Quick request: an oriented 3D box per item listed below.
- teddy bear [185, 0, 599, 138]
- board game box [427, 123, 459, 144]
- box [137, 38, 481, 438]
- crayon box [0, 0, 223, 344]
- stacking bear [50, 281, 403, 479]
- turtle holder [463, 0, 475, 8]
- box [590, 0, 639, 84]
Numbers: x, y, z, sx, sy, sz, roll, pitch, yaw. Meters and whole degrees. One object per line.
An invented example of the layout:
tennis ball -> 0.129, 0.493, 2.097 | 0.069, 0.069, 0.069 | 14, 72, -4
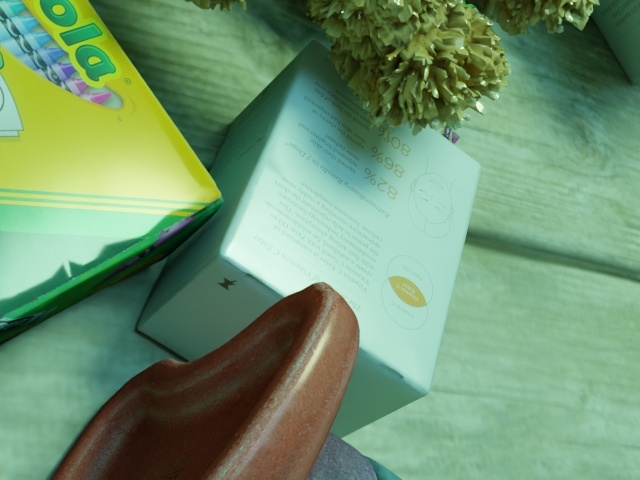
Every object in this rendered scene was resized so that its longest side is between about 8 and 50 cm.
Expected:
teddy bear -> 0.005, -0.213, 0.534 | 0.245, 0.113, 0.337 | -26, 90, -6
board game box -> 0.042, -0.076, 0.705 | 0.090, 0.020, 0.090 | 45, 47, -7
box -> 0.000, 0.000, 0.576 | 0.130, 0.091, 0.170 | 35, 48, -17
crayon box -> -0.193, -0.084, 0.482 | 0.165, 0.081, 0.278 | -33, 87, -44
stacking bear -> 0.022, 0.188, 0.445 | 0.289, 0.175, 0.164 | 46, 43, -16
turtle holder -> 0.089, -0.312, 0.738 | 0.243, 0.227, 0.320 | 45, 46, -7
box -> 0.282, -0.340, 0.870 | 0.168, 0.215, 0.345 | -28, 86, -12
